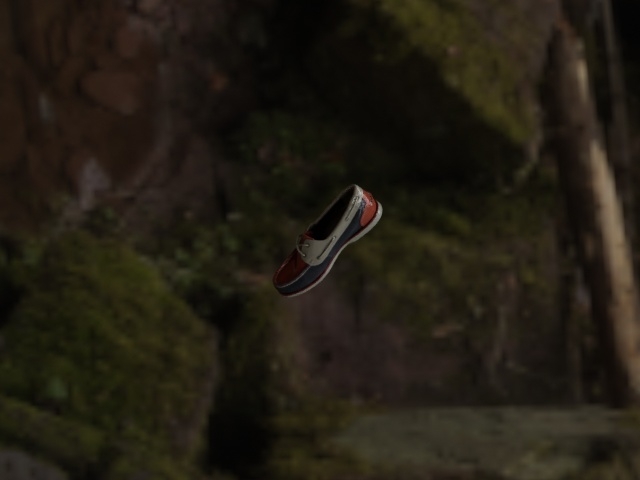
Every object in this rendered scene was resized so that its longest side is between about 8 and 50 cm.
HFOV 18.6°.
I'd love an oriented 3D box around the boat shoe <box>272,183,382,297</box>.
[{"bbox_3d":[0.000,0.000,1.931,0.043,0.137,0.049,37,14,-44],"label":"boat shoe"}]
